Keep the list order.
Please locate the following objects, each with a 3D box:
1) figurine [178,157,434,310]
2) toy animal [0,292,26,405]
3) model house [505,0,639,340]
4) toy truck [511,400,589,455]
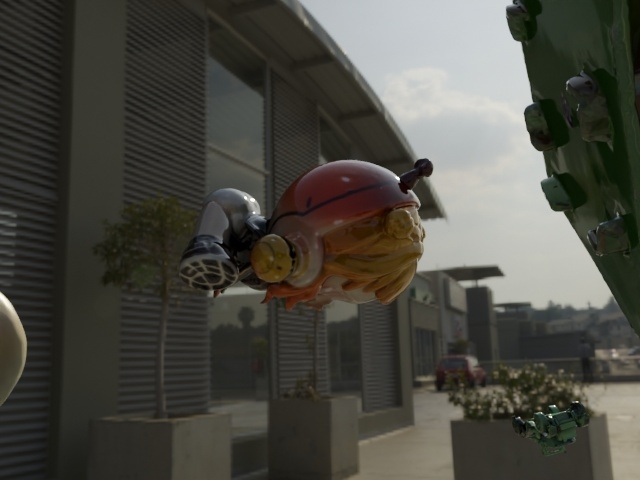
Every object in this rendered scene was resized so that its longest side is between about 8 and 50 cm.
[{"bbox_3d":[-0.002,-0.004,0.919,0.323,0.196,0.320,-6,-3,13],"label":"figurine"},{"bbox_3d":[-0.289,0.214,0.454,0.196,0.367,0.241,-5,21,-21],"label":"toy animal"},{"bbox_3d":[0.276,-0.175,0.415,0.324,0.340,0.300,-16,-57,10],"label":"model house"},{"bbox_3d":[0.368,0.304,1.081,0.080,0.078,0.154,-15,-16,-7],"label":"toy truck"}]
